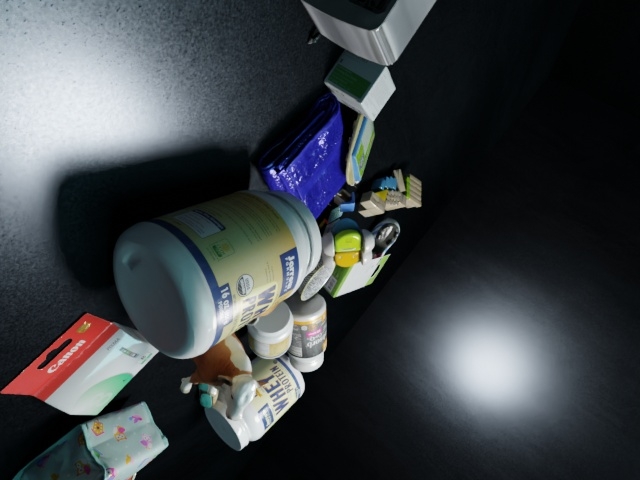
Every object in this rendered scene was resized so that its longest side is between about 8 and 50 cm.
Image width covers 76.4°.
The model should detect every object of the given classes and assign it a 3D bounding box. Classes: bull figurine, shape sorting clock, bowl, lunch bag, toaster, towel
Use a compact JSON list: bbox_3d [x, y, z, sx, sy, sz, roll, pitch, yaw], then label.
[{"bbox_3d":[-0.230,0.222,0.826,0.101,0.310,0.188,-3,146,-51],"label":"bull figurine"},{"bbox_3d":[0.095,-0.243,1.028,0.206,0.041,0.205,14,90,-74],"label":"shape sorting clock"},{"bbox_3d":[-0.035,0.114,1.390,0.170,0.080,0.170,-43,159,-22],"label":"bowl"},{"bbox_3d":[-0.521,0.513,0.906,0.262,0.160,0.223,-40,164,3],"label":"lunch bag"},{"bbox_3d":[0.073,-0.376,0.622,0.185,0.168,0.110,-56,158,8],"label":"toaster"},{"bbox_3d":[-0.015,-0.160,0.946,0.227,0.076,0.308,-47,161,-10],"label":"towel"}]

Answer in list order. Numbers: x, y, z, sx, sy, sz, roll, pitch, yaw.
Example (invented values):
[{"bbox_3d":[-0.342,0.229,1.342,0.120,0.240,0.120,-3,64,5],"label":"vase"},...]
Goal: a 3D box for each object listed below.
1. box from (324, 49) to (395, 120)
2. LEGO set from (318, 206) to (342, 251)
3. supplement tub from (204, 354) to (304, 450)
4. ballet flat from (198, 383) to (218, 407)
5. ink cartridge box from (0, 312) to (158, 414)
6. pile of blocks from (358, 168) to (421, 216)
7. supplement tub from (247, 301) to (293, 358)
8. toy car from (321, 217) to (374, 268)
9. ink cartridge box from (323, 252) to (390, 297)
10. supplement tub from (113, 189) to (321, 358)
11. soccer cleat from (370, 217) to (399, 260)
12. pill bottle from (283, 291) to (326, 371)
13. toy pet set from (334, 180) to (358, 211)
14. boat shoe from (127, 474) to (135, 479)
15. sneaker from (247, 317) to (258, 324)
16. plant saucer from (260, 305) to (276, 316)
[{"bbox_3d":[0.083,-0.320,0.836,0.087,0.101,0.102,-55,161,8],"label":"box"},{"bbox_3d":[0.000,0.000,1.302,0.244,0.060,0.182,-31,149,-44],"label":"LEGO set"},{"bbox_3d":[-0.246,0.595,1.545,0.325,0.235,0.235,-35,155,-40],"label":"supplement tub"},{"bbox_3d":[-0.368,0.484,1.356,0.067,0.073,0.206,-71,-176,-47],"label":"ballet flat"},{"bbox_3d":[-0.431,0.241,0.770,0.181,0.056,0.224,-47,162,-14],"label":"ink cartridge box"},{"bbox_3d":[0.236,-0.173,1.488,0.113,0.148,0.363,-11,-178,43],"label":"pile of blocks"},{"bbox_3d":[-0.161,0.280,1.306,0.144,0.144,0.199,-40,158,-30],"label":"supplement tub"},{"bbox_3d":[0.080,0.002,1.281,0.160,0.136,0.181,-5,148,-2],"label":"toy car"},{"bbox_3d":[0.146,0.117,1.699,0.255,0.097,0.188,-11,138,-44],"label":"ink cartridge box"},{"bbox_3d":[-0.166,0.038,0.730,0.316,0.228,0.228,-29,151,-48],"label":"supplement tub"},{"bbox_3d":[0.233,0.035,1.808,0.331,0.116,0.143,-49,-171,21],"label":"soccer cleat"},{"bbox_3d":[-0.057,0.336,1.494,0.162,0.162,0.278,-33,132,-42],"label":"pill bottle"},{"bbox_3d":[0.071,-0.131,1.208,0.122,0.065,0.114,-44,159,-20],"label":"toy pet set"},{"bbox_3d":[-0.626,0.768,1.299,0.043,0.049,0.136,18,120,-24],"label":"boat shoe"},{"bbox_3d":[-0.192,0.173,1.078,0.099,0.121,0.263,-57,160,18],"label":"sneaker"},{"bbox_3d":[-0.136,0.091,1.017,0.200,0.037,0.199,0,90,-65],"label":"plant saucer"}]
